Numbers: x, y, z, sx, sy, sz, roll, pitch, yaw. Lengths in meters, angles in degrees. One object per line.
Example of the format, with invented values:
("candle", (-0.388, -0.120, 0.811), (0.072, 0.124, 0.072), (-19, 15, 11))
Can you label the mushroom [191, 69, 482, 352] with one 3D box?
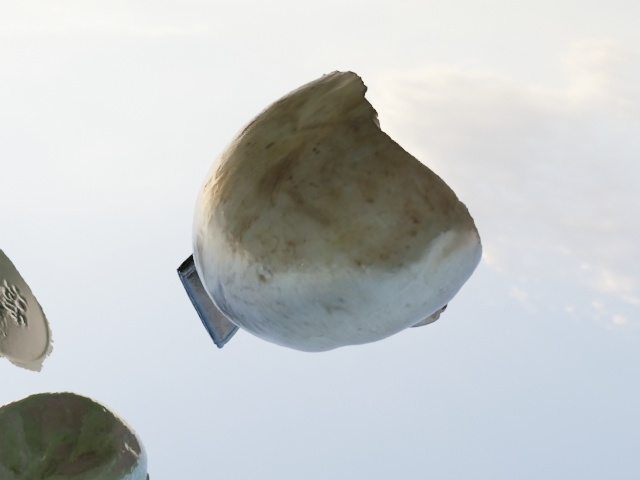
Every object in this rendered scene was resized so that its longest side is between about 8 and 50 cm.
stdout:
("mushroom", (0.000, 0.000, 0.675), (0.189, 0.195, 0.254), (-30, -149, 0))

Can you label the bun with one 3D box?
("bun", (-0.358, 0.356, 1.164), (0.293, 0.293, 0.187), (-12, -156, -27))

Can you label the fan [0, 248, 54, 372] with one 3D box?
("fan", (-0.439, 0.001, 0.955), (0.012, 0.415, 0.233), (-37, -141, 4))

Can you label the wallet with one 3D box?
("wallet", (-0.130, 0.060, 1.089), (0.026, 0.129, 0.088), (5, -140, 36))
